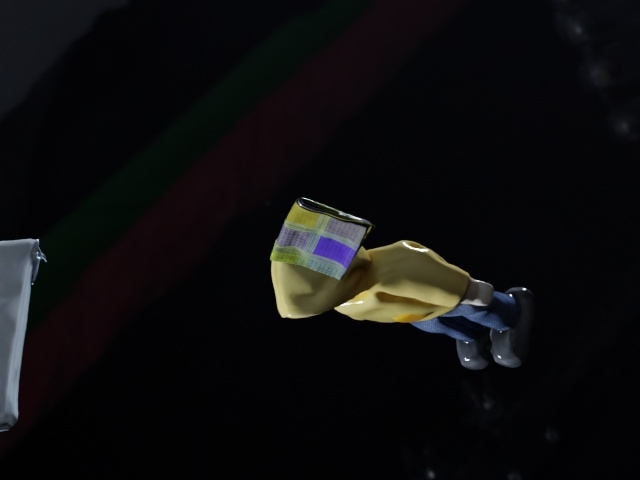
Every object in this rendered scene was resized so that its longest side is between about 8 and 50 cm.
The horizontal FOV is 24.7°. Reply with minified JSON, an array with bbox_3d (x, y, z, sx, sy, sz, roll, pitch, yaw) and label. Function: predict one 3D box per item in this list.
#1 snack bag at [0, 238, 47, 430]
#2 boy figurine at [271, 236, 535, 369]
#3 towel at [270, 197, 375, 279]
[{"bbox_3d":[-0.481,0.094,1.583,0.342,0.037,0.323,1,-143,-6],"label":"snack bag"},{"bbox_3d":[0.078,0.052,1.361,0.177,0.285,0.092,-8,-108,47],"label":"boy figurine"},{"bbox_3d":[0.000,0.000,1.059,0.083,0.060,0.009,121,-15,-54],"label":"towel"}]
